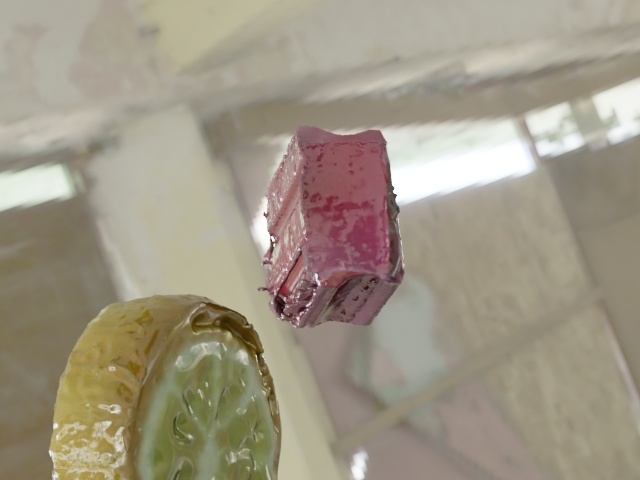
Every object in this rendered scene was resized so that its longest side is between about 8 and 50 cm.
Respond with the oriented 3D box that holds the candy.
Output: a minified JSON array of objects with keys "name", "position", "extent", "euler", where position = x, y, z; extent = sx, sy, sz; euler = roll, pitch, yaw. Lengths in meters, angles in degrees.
[{"name":"candy","position":[-0.126,0.170,1.477],"extent":[0.118,0.260,0.260],"euler":[-5,1,26]}]

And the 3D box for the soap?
[{"name":"soap","position":[0.000,0.000,1.673],"extent":[0.099,0.162,0.250],"euler":[-4,-16,-13]}]
